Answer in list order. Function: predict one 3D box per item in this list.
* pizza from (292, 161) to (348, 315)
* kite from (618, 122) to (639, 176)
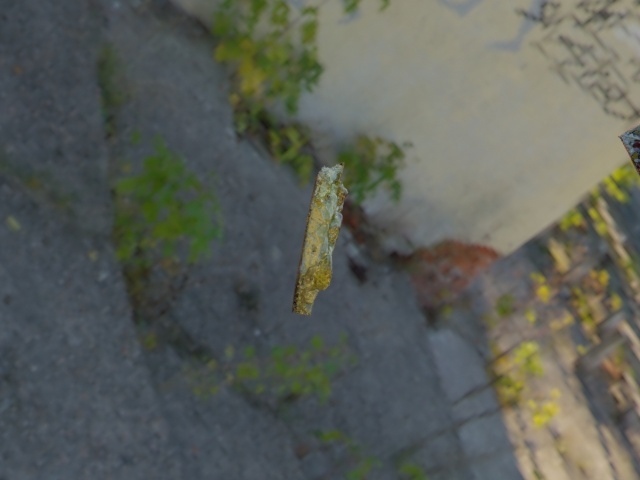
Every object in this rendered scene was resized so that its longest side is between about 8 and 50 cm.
[{"bbox_3d":[0.001,0.000,1.415,0.035,0.160,0.099,10,5,0],"label":"pizza"},{"bbox_3d":[0.355,-0.080,1.217,0.244,0.198,0.006,6,29,-26],"label":"kite"}]
